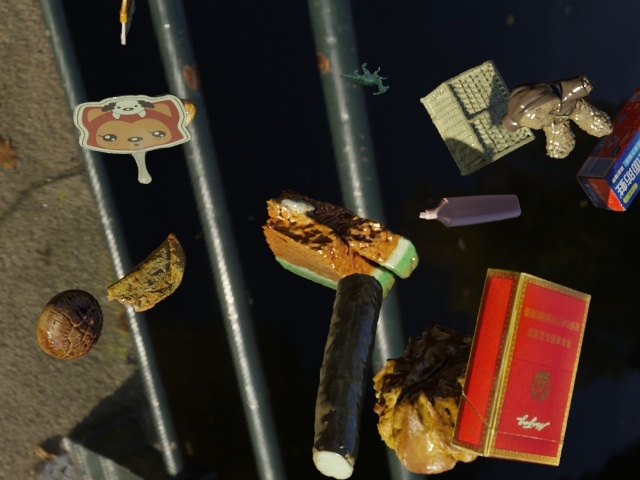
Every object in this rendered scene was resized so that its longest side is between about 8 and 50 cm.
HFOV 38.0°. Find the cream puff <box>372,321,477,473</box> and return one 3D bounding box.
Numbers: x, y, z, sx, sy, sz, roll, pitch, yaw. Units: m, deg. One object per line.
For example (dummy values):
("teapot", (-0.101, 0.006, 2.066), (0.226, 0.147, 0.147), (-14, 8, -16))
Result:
("cream puff", (0.189, 0.235, 1.408), (0.241, 0.269, 0.155), (-29, 114, -11))

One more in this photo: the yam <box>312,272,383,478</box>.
("yam", (0.030, 0.141, 1.041), (0.061, 0.061, 0.274), (56, 30, -32))

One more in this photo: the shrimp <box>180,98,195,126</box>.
("shrimp", (-0.254, -0.194, 1.487), (0.127, 0.025, 0.091), (2, 134, -53))

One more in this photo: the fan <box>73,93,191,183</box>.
("fan", (-0.220, -0.118, 1.109), (0.131, 0.220, 0.009), (-5, 69, -6))

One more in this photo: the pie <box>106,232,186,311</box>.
("pie", (-0.305, 0.068, 1.683), (0.170, 0.034, 0.092), (-39, 80, -19))

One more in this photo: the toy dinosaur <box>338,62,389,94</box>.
("toy dinosaur", (0.081, -0.282, 1.647), (0.062, 0.083, 0.021), (56, 37, -31))

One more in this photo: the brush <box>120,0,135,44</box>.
("brush", (-0.301, -0.433, 1.452), (0.017, 0.314, 0.090), (8, 64, -7))

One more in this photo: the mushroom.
("mushroom", (-0.397, 0.136, 1.482), (0.109, 0.085, 0.126), (-54, 161, 23))

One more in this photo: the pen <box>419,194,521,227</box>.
("pen", (0.263, -0.052, 1.644), (0.197, 0.032, 0.053), (-5, 73, -21))

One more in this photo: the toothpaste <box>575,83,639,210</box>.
("toothpaste", (0.527, -0.191, 1.488), (0.320, 0.066, 0.076), (-52, 120, -15))

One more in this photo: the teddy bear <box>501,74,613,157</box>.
("teddy bear", (0.281, -0.163, 1.125), (0.160, 0.119, 0.078), (14, 59, -49))

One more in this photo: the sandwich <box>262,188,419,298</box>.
("sandwich", (0.012, 0.007, 1.479), (0.109, 0.292, 0.212), (-64, 158, -8))

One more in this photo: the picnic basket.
("picnic basket", (0.326, -0.256, 1.979), (0.134, 0.154, 0.196), (-30, 90, -17))

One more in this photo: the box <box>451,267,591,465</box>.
("box", (0.268, 0.169, 1.232), (0.153, 0.074, 0.240), (17, 82, -41))
